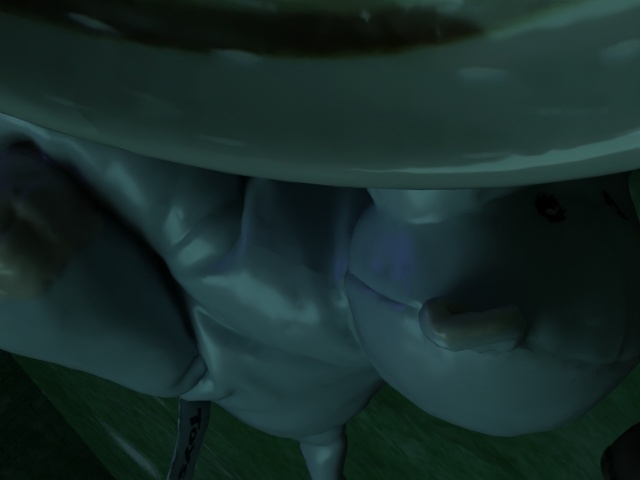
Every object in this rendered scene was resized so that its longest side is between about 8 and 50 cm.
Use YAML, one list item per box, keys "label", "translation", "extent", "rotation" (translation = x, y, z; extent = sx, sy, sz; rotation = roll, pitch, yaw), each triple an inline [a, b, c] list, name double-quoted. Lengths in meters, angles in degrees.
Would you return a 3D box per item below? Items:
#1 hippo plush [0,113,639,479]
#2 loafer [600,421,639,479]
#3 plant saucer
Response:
- label: "hippo plush"
  translation: [0.000, 0.000, 0.751]
  extent: [0.236, 0.234, 0.294]
  rotation: [3, 93, 52]
- label: "loafer"
  translation: [0.190, 0.177, 0.835]
  extent: [0.267, 0.084, 0.096]
  rotation: [45, -153, -27]
- label: "plant saucer"
  translation: [-0.014, -0.147, 0.507]
  extent: [0.400, 0.101, 0.400]
  rotation: [8, 155, 4]
